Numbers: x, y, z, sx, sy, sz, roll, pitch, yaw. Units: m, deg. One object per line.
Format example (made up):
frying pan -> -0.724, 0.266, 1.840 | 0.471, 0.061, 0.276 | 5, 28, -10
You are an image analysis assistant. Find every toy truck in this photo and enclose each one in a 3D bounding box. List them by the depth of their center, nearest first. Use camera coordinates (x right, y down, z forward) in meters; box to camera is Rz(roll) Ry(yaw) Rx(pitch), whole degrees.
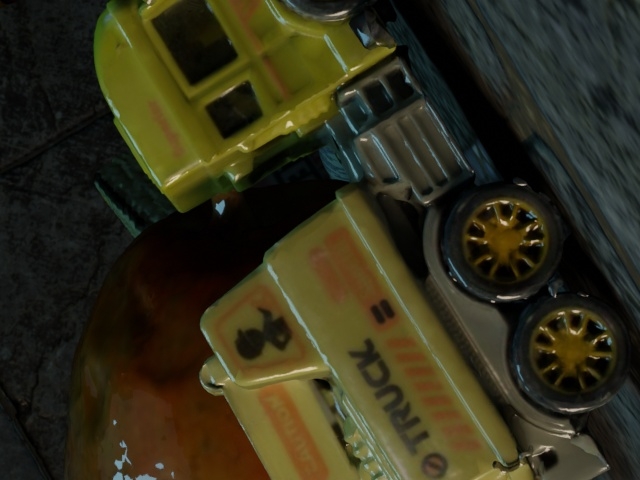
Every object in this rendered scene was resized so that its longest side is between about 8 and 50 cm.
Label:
toy truck -> 0.006, 0.000, 0.821 | 0.272, 0.157, 0.124 | 59, 177, 5

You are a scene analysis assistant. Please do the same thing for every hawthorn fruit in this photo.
hawthorn fruit -> -0.014, 0.076, 1.068 | 0.277, 0.277, 0.298 | -127, 16, -67

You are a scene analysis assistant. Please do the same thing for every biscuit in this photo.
biscuit -> -0.058, 0.041, 1.307 | 0.252, 0.052, 0.150 | 50, 171, 12

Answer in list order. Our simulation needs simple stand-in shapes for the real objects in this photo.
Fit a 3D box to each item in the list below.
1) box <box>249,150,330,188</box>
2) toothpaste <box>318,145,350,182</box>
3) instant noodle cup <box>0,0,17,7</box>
box -> 0.000, 0.000, 1.452 | 0.190, 0.112, 0.370 | 60, 177, 17
toothpaste -> 0.010, -0.084, 1.131 | 0.062, 0.039, 0.239 | 54, 174, 21
instant noodle cup -> -0.178, -0.258, 1.266 | 0.216, 0.172, 0.216 | 60, 178, 3
